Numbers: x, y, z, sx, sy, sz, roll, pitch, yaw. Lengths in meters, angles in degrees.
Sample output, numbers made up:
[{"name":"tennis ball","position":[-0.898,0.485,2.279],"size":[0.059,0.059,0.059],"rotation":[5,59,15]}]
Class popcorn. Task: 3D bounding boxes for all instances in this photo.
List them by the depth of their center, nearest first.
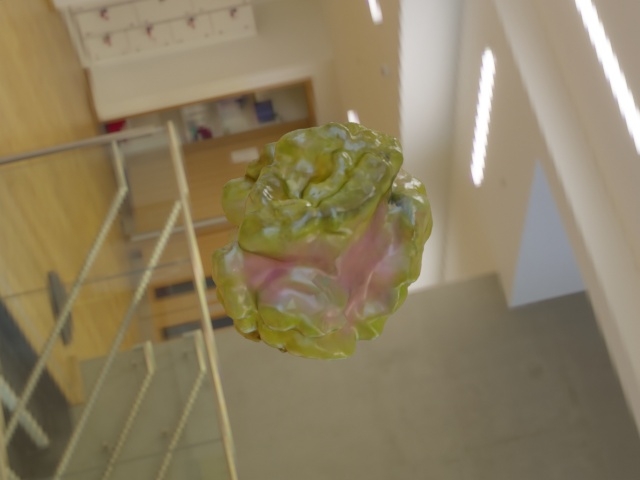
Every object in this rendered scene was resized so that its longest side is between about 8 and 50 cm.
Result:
[{"name":"popcorn","position":[0.000,0.000,0.702],"size":[0.126,0.126,0.145],"rotation":[148,-43,-72]}]
